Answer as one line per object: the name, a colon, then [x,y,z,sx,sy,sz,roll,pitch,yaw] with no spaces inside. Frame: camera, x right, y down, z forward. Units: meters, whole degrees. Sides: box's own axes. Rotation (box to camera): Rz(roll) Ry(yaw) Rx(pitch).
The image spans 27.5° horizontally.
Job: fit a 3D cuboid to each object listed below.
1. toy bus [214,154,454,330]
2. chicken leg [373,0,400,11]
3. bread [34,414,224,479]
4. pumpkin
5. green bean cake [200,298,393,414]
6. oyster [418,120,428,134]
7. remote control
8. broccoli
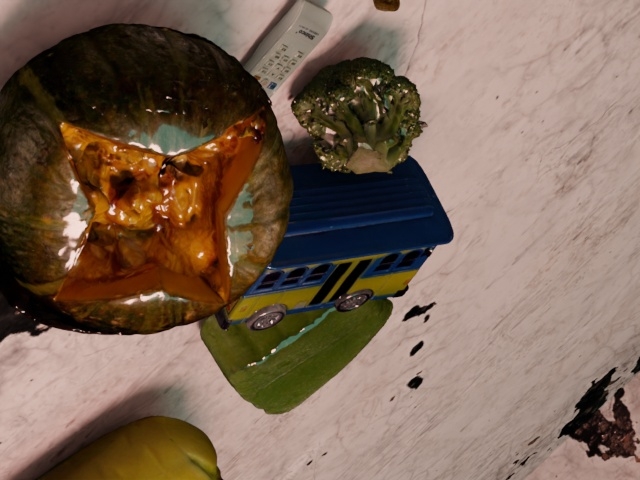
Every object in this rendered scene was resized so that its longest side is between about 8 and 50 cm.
toy bus: [0.000,0.000,1.622,0.287,0.138,0.175,-8,150,-33]
chicken leg: [0.067,-0.305,1.424,0.093,0.070,0.178,-35,160,-11]
bread: [-0.300,0.390,1.781,0.376,0.208,0.251,-34,163,-10]
pumpkin: [-0.176,-0.057,1.274,0.320,0.192,0.320,-9,119,-17]
green bean cake: [-0.029,0.118,1.823,0.248,0.125,0.222,-35,151,0]
oyster: [0.072,-0.127,1.676,0.108,0.053,0.165,-34,164,29]
remote control: [-0.054,-0.199,1.453,0.162,0.029,0.061,-46,149,19]
broccoli: [0.050,-0.142,1.542,0.145,0.138,0.162,-20,141,19]
